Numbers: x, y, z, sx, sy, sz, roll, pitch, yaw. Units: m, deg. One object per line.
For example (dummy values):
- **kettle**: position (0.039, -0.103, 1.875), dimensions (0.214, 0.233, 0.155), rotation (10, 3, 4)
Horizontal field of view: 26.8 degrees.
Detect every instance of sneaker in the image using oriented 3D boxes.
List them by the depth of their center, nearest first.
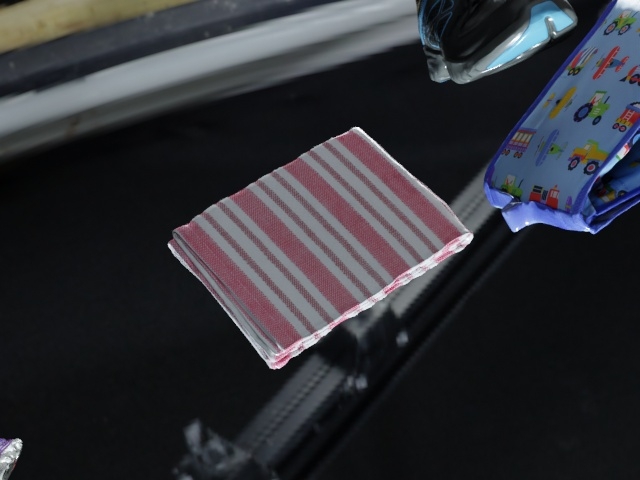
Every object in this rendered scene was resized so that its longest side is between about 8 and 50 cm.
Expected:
- **sneaker**: position (-0.326, 0.208, 1.270), dimensions (0.071, 0.170, 0.068), rotation (27, -101, -7)
- **sneaker**: position (0.164, -0.249, 1.441), dimensions (0.125, 0.139, 0.341), rotation (-22, -172, -10)

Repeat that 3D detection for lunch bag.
- **lunch bag**: position (0.305, -0.118, 1.437), dimensions (0.293, 0.138, 0.221), rotation (-41, -159, -8)

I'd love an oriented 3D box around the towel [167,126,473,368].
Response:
- **towel**: position (0.000, 0.000, 1.042), dimensions (0.197, 0.029, 0.144), rotation (-31, -119, -22)
